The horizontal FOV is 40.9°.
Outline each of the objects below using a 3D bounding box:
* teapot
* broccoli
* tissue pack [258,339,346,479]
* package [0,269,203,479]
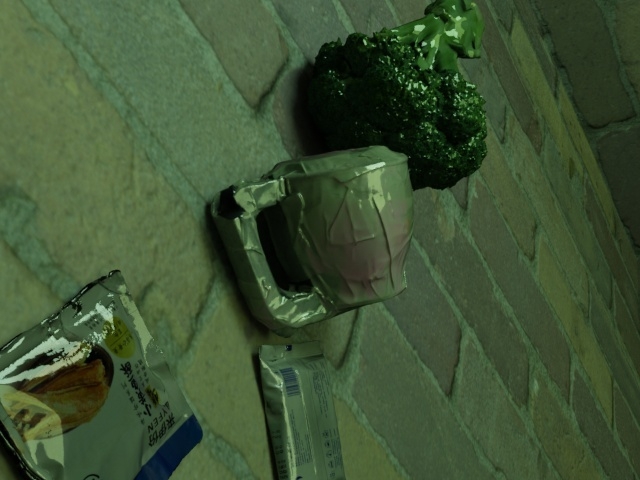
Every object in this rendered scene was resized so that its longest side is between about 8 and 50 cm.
[{"bbox_3d":[0.013,-0.002,0.911,0.221,0.163,0.178,-24,106,-61],"label":"teapot"},{"bbox_3d":[0.112,-0.191,1.100,0.270,0.270,0.270,41,76,-46],"label":"broccoli"},{"bbox_3d":[-0.014,0.203,0.904,0.122,0.026,0.193,6,72,-59],"label":"tissue pack"},{"bbox_3d":[-0.169,0.130,0.662,0.173,0.027,0.171,64,31,-14],"label":"package"}]
